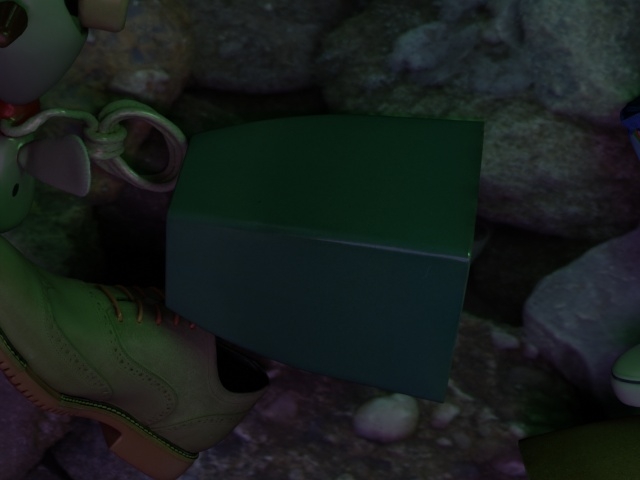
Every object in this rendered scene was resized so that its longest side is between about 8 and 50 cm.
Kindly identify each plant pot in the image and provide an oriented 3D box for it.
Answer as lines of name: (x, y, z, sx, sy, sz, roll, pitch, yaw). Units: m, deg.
plant pot: (0.338, 0.246, 1.443, 0.254, 0.237, 0.237, -21, 127, 6)
plant pot: (0.000, 0.000, 1.287, 0.234, 0.165, 0.165, 9, 132, 2)

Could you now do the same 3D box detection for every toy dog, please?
toy dog: (-0.231, -0.111, 1.214, 0.220, 0.161, 0.333, -1, 132, 8)

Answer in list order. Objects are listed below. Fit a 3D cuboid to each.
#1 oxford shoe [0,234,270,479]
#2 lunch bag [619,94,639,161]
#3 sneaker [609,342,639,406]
oxford shoe: (-0.179, 0.071, 1.367, 0.146, 0.140, 0.397, -35, 146, 6)
lunch bag: (0.380, -0.057, 1.200, 0.293, 0.138, 0.221, -26, 106, 39)
sneaker: (0.356, 0.060, 1.355, 0.258, 0.094, 0.091, -23, 110, 18)
